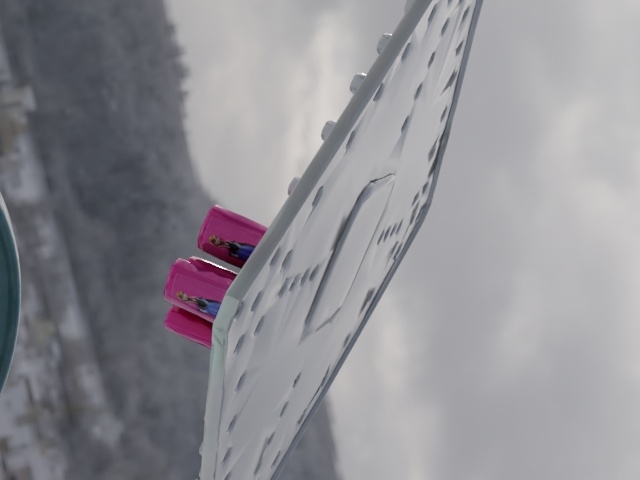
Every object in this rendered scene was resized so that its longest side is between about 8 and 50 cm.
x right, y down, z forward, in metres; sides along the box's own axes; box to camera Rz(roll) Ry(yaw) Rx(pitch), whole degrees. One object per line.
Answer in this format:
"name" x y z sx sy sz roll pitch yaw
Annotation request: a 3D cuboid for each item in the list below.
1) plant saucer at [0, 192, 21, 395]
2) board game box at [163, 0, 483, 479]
"plant saucer" -0.309 0.063 1.313 0.317 0.044 0.317 -28 123 -56
"board game box" 0.000 0.000 1.224 0.390 0.050 0.390 -58 168 -32
